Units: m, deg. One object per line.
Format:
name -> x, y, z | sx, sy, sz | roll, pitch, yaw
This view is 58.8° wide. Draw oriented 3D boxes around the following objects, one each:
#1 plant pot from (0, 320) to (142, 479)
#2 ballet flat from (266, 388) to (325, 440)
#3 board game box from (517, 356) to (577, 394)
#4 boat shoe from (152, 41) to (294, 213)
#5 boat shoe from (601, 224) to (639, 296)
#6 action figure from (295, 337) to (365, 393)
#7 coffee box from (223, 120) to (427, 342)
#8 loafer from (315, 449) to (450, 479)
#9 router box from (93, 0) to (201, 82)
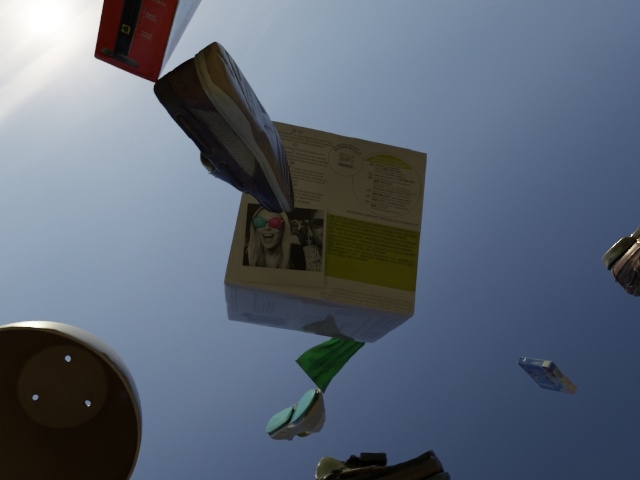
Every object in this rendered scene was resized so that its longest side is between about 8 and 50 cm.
plant pot -> -0.384, 0.237, 0.794 | 0.284, 0.284, 0.191 | -33, -171, -5
ballet flat -> -0.035, 0.389, 1.238 | 0.248, 0.086, 0.086 | -45, -156, 50
board game box -> 0.483, 0.288, 1.211 | 0.020, 0.090, 0.090 | -51, -165, -19
boat shoe -> -0.104, -0.116, 0.691 | 0.092, 0.285, 0.102 | -15, -116, 8
boat shoe -> 0.662, -0.003, 1.068 | 0.111, 0.307, 0.104 | -13, -122, -13
action figure -> 0.053, 0.266, 1.449 | 0.232, 0.137, 0.063 | -40, -148, -10
coffee box -> 0.000, 0.000, 1.169 | 0.338, 0.337, 0.334 | 10, -110, -6
loafer -> -0.007, 0.257, 0.569 | 0.268, 0.096, 0.084 | -23, -120, -1
router box -> -0.168, -0.415, 0.716 | 0.082, 0.301, 0.335 | 21, -136, -14
